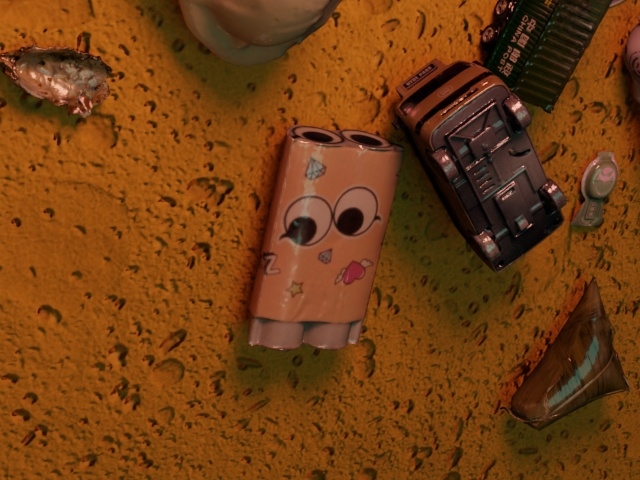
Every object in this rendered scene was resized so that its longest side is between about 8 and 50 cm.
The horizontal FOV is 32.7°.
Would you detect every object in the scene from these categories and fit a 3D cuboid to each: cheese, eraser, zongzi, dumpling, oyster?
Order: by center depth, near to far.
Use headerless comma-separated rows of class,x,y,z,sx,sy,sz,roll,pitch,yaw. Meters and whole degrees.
dumpling,-0.075,-0.337,1.179,0.242,0.187,0.318,8,113,-33
oyster,-0.300,-0.194,1.238,0.132,0.029,0.086,38,88,-32
eraser,0.000,0.000,1.444,0.171,0.087,0.291,3,112,-26
cheese,0.417,-0.077,1.646,0.067,0.026,0.121,0,114,-25
zongzi,0.373,0.184,1.717,0.204,0.094,0.204,-24,118,-13

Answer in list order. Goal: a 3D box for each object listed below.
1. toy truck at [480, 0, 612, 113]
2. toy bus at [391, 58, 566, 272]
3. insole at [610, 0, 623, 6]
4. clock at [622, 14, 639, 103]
toy truck,0.301,-0.311,1.410,0.088,0.121,0.259,15,111,-32
toy bus,0.208,-0.104,1.443,0.139,0.157,0.289,-38,132,-2
insole,0.430,-0.363,1.524,0.197,0.004,0.065,-16,120,-18
clock,0.522,-0.225,1.557,0.189,0.189,0.254,-35,109,-7
